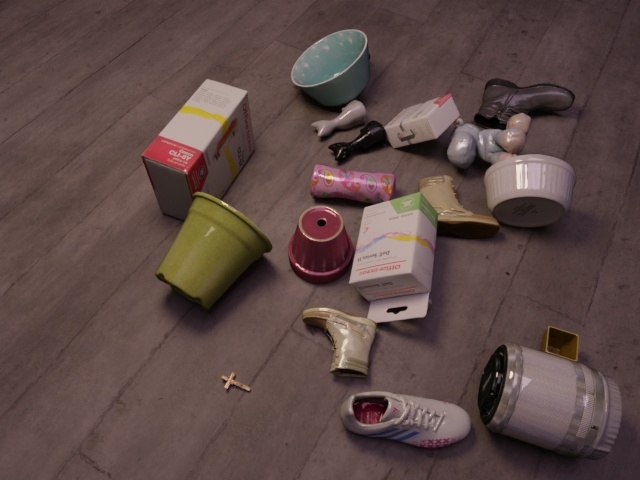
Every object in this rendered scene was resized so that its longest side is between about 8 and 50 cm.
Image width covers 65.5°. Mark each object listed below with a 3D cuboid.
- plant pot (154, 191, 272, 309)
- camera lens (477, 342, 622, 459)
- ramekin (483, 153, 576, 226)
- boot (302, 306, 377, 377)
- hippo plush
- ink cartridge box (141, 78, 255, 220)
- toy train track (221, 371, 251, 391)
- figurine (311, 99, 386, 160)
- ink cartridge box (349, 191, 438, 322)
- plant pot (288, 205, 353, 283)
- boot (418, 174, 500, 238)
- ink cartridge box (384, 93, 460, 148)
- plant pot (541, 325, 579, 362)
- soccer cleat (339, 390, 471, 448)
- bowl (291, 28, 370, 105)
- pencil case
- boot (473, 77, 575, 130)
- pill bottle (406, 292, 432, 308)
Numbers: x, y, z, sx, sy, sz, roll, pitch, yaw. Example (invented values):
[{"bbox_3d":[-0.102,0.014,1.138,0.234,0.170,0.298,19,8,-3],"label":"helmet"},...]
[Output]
[{"bbox_3d":[-0.320,0.047,1.413,0.276,0.276,0.254,28,71,17],"label":"plant pot"},{"bbox_3d":[0.539,0.385,1.205,0.274,0.219,0.219,16,57,9],"label":"camera lens"},{"bbox_3d":[0.646,-0.141,1.545,0.272,0.273,0.127,8,68,4],"label":"ramekin"},{"bbox_3d":[0.039,0.278,1.356,0.213,0.077,0.165,12,59,4],"label":"boot"},{"bbox_3d":[0.558,-0.345,1.681,0.236,0.234,0.294,19,54,13],"label":"hippo plush"},{"bbox_3d":[-0.372,-0.284,1.601,0.160,0.279,0.385,19,58,11],"label":"ink cartridge box"},{"bbox_3d":[-0.224,0.380,1.319,0.083,0.014,0.048,23,51,7],"label":"toy train track"},{"bbox_3d":[0.096,-0.395,1.807,0.209,0.092,0.215,-27,60,-13],"label":"figurine"},{"bbox_3d":[0.210,0.050,1.431,0.207,0.119,0.354,-15,47,36],"label":"ink cartridge box"},{"bbox_3d":[0.000,0.000,1.478,0.201,0.180,0.201,0,57,0],"label":"plant pot"},{"bbox_3d":[0.444,-0.113,1.618,0.261,0.095,0.204,4,55,6],"label":"boot"},{"bbox_3d":[0.351,-0.415,1.746,0.158,0.092,0.217,-44,24,-26],"label":"ink cartridge box"},{"bbox_3d":[0.639,0.295,1.349,0.081,0.083,0.081,17,57,9],"label":"plant pot"},{"bbox_3d":[0.212,0.434,1.212,0.331,0.143,0.116,3,56,1],"label":"soccer cleat"},{"bbox_3d":[0.061,-0.627,1.876,0.311,0.163,0.312,-17,48,20],"label":"bowl"},{"bbox_3d":[0.109,-0.179,1.641,0.284,0.124,0.124,9,56,4],"label":"pencil case"},{"bbox_3d":[0.763,-0.482,1.871,0.338,0.118,0.223,11,59,19],"label":"boot"},{"bbox_3d":[0.282,0.130,1.457,0.078,0.078,0.137,2,56,0],"label":"pill bottle"}]
